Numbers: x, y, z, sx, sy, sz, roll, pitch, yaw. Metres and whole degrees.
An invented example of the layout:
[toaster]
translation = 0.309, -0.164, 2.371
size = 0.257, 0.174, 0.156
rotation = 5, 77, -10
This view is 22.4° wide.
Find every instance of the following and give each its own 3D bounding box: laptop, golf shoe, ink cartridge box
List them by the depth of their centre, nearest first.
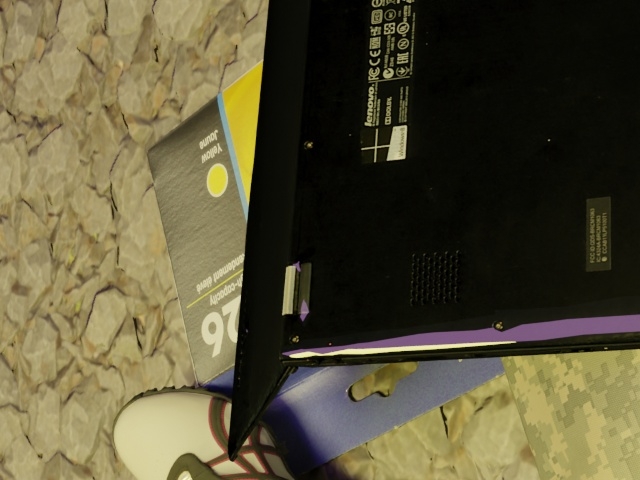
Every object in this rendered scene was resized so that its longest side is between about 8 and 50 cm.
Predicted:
[laptop]
translation = 0.086, -0.075, 1.040
size = 0.408, 0.236, 0.382
rotation = -5, 68, 23
[golf shoe]
translation = -0.070, 0.195, 1.225
size = 0.273, 0.120, 0.105
rotation = 28, 109, 29
[ink cartridge box]
translation = 0.000, 0.000, 1.252
size = 0.303, 0.072, 0.307
rotation = -33, 62, 38

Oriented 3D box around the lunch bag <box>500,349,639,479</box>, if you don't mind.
[lunch bag]
translation = 0.257, 0.063, 0.912
size = 0.287, 0.169, 0.235
rotation = -39, 57, 41
